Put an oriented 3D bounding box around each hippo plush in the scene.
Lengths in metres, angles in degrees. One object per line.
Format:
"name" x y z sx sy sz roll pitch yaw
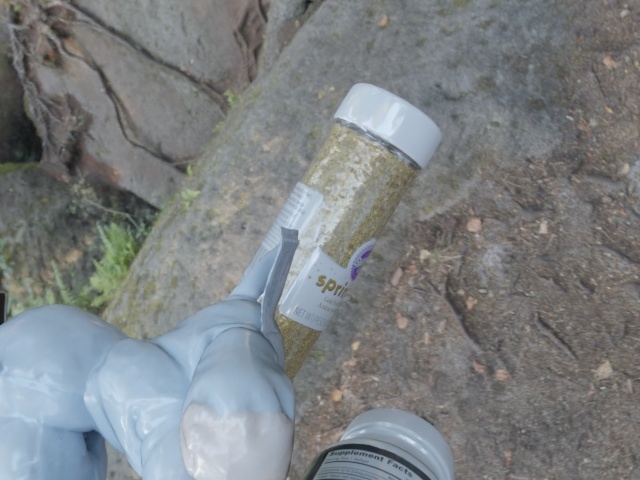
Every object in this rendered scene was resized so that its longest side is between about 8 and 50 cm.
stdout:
"hippo plush" -0.145 0.122 0.443 0.234 0.237 0.294 136 139 -80

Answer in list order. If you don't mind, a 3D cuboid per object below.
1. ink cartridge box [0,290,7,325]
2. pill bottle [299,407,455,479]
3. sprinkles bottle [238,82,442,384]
"ink cartridge box" -0.508 0.152 0.635 0.371 0.069 0.175 -6 80 11
"pill bottle" 0.036 0.292 0.576 0.162 0.278 0.162 8 112 20
"sprinkles bottle" 0.000 0.000 0.704 0.121 0.121 0.355 33 93 40
